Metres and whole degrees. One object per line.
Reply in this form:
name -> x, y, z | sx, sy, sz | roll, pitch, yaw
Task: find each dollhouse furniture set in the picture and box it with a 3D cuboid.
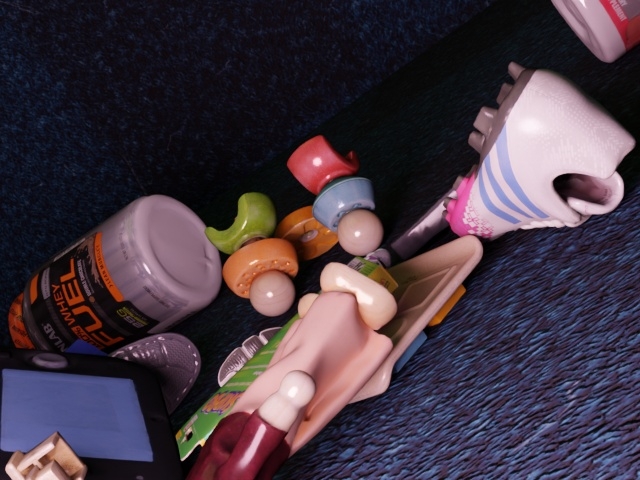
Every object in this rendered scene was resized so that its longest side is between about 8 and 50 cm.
dollhouse furniture set -> -0.218, 0.264, 1.095 | 0.101, 0.161, 0.182 | -36, 9, 5

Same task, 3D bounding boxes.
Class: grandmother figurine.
grandmother figurine -> -0.052, 0.166, 1.113 | 0.342, 0.104, 0.208 | -54, -8, -36

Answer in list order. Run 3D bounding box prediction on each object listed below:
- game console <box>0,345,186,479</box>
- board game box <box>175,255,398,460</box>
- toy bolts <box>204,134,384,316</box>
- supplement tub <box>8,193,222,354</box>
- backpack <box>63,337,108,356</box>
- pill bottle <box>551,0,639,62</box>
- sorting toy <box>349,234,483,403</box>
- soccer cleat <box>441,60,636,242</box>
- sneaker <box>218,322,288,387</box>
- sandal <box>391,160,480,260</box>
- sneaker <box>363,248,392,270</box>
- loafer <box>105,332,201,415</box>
game console -> -0.319, 0.181, 1.381 | 0.386, 0.342, 0.060 | -131, 54, -71
board game box -> -0.037, 0.118, 1.333 | 0.259, 0.039, 0.124 | -42, 8, -4
toy bolts -> 0.000, 0.000, 1.807 | 0.228, 0.158, 0.218 | -43, -34, 26
supplement tub -> -0.341, 0.084, 2.244 | 0.338, 0.207, 0.207 | -32, 11, 30
backpack -> -0.338, 0.220, 1.923 | 0.098, 0.101, 0.120 | -41, -22, -46
pill bottle -> 0.448, -0.387, 1.759 | 0.318, 0.176, 0.176 | -36, 10, 6
sorting toy -> 0.055, 0.093, 1.330 | 0.193, 0.038, 0.208 | -26, 19, 49
soccer cleat -> 0.203, -0.049, 1.287 | 0.116, 0.143, 0.331 | -55, -9, -13
sneaker -> -0.034, 0.121, 1.469 | 0.170, 0.068, 0.071 | -32, -8, -22
sandal -> 0.188, -0.061, 1.549 | 0.254, 0.054, 0.097 | -43, -1, 22
sneaker -> 0.065, 0.042, 1.521 | 0.069, 0.038, 0.098 | -21, 28, 53
loafer -> -0.279, 0.221, 1.702 | 0.302, 0.109, 0.095 | -41, 6, -8
